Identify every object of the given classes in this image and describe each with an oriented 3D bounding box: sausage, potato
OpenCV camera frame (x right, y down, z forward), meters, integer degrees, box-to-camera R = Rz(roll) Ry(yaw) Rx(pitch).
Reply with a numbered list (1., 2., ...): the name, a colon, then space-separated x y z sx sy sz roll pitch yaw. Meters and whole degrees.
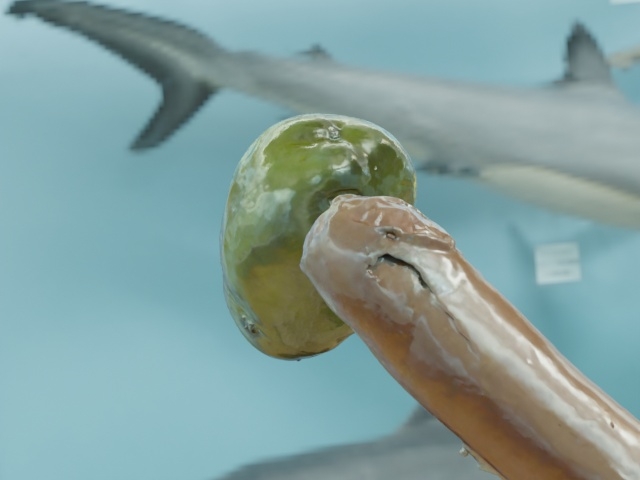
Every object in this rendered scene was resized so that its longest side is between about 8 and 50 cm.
1. sausage: 0.153 0.121 1.043 0.094 0.419 0.094 -45 -8 -24
2. potato: -0.004 -0.002 1.321 0.137 0.200 0.154 16 43 9
